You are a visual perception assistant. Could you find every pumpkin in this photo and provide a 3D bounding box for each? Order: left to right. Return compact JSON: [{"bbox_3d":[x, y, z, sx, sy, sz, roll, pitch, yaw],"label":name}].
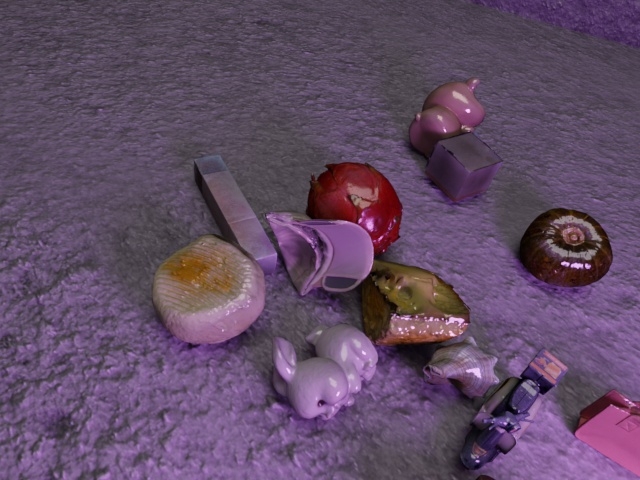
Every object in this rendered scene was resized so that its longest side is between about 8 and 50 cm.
[{"bbox_3d":[0.631,0.021,1.294,0.219,0.162,0.219,-6,62,12],"label":"pumpkin"}]

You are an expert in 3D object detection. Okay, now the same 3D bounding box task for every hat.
[{"bbox_3d":[0.000,0.000,1.107,0.226,0.219,0.164,-14,29,8],"label":"hat"}]

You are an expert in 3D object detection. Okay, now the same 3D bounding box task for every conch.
[{"bbox_3d":[0.276,0.256,1.016,0.233,0.137,0.114,20,56,-20],"label":"conch"}]

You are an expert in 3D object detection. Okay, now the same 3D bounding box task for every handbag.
[{"bbox_3d":[0.624,0.387,0.950,0.212,0.157,0.059,31,50,17],"label":"handbag"}]

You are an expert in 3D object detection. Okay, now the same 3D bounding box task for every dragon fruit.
[{"bbox_3d":[0.085,-0.072,1.208,0.241,0.241,0.252,-6,68,-17],"label":"dragon fruit"}]

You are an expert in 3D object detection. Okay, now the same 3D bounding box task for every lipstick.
[{"bbox_3d":[-0.220,-0.067,1.236,0.076,0.080,0.371,-16,54,-25],"label":"lipstick"}]

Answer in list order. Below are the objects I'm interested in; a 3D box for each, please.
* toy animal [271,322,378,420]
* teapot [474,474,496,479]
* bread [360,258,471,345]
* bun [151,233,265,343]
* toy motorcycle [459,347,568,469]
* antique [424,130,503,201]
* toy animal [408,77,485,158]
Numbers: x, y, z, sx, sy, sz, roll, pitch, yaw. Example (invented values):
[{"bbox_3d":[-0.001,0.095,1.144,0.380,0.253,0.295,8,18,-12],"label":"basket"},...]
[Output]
[{"bbox_3d":[0.005,0.246,0.968,0.193,0.127,0.178,-27,56,-29],"label":"toy animal"},{"bbox_3d":[0.342,0.503,0.739,0.312,0.233,0.315,37,11,8],"label":"teapot"},{"bbox_3d":[0.199,0.150,1.078,0.204,0.163,0.262,1,25,-9],"label":"bread"},{"bbox_3d":[-0.220,0.107,1.033,0.243,0.153,0.244,-6,55,8],"label":"bun"},{"bbox_3d":[0.357,0.332,0.946,0.263,0.157,0.091,-31,59,-35],"label":"toy motorcycle"},{"bbox_3d":[0.413,-0.214,1.453,0.146,0.148,0.152,-19,56,-26],"label":"antique"},{"bbox_3d":[0.387,-0.378,1.568,0.221,0.210,0.230,-11,88,-27],"label":"toy animal"}]
